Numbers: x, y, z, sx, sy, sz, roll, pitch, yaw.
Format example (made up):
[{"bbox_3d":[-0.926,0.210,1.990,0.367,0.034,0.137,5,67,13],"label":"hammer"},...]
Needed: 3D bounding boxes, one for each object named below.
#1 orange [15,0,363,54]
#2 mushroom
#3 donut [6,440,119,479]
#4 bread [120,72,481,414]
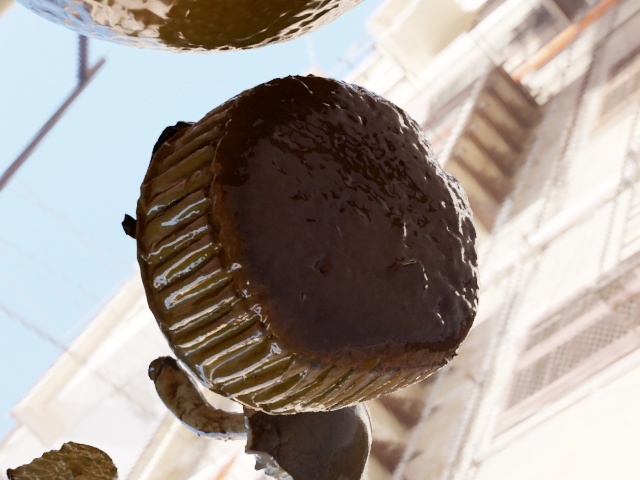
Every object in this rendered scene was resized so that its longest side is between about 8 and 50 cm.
[{"bbox_3d":[-0.050,-0.258,0.708,0.357,0.322,0.322,-21,-105,-44],"label":"orange"},{"bbox_3d":[-0.057,0.233,1.729,0.208,0.302,0.232,-15,-84,-28],"label":"mushroom"},{"bbox_3d":[-0.156,0.287,1.174,0.259,0.152,0.101,23,-146,14],"label":"donut"},{"bbox_3d":[0.000,0.001,0.753,0.199,0.104,0.199,18,-119,-36],"label":"bread"}]
